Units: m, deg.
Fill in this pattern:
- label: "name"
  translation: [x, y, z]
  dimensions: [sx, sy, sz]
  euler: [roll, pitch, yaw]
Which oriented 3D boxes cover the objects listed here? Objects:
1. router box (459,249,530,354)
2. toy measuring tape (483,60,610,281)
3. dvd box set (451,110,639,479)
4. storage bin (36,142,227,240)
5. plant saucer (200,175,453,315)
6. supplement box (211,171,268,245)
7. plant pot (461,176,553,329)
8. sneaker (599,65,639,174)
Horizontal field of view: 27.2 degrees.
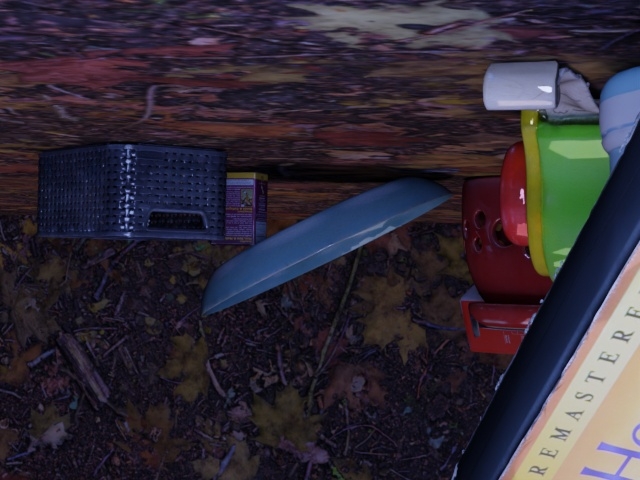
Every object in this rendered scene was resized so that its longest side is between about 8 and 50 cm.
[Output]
- label: "router box"
  translation: [0.397, 0.046, 1.784]
  dimensions: [0.301, 0.082, 0.335]
  euler: [1, -155, 36]
- label: "toy measuring tape"
  translation: [0.151, -0.028, 0.785]
  dimensions: [0.121, 0.121, 0.330]
  euler: [1, 179, 20]
- label: "dvd box set"
  translation: [0.287, 0.080, 0.487]
  dimensions: [0.420, 0.062, 0.307]
  euler: [15, 135, -2]
- label: "storage bin"
  translation: [-0.179, -0.043, 1.246]
  dimensions: [0.122, 0.084, 0.180]
  euler: [2, 178, -37]
- label: "plant saucer"
  translation: [0.000, 0.000, 1.509]
  dimensions: [0.317, 0.044, 0.317]
  euler: [-25, 176, -2]
- label: "supplement box"
  translation: [-0.091, -0.036, 1.507]
  dimensions: [0.055, 0.083, 0.043]
  euler: [2, 179, 18]
- label: "plant pot"
  translation: [0.256, 0.015, 1.518]
  dimensions: [0.191, 0.174, 0.191]
  euler: [1, 177, 0]
- label: "sneaker"
  translation: [0.252, 0.019, 0.562]
  dimensions: [0.127, 0.208, 0.319]
  euler: [4, 177, -32]
